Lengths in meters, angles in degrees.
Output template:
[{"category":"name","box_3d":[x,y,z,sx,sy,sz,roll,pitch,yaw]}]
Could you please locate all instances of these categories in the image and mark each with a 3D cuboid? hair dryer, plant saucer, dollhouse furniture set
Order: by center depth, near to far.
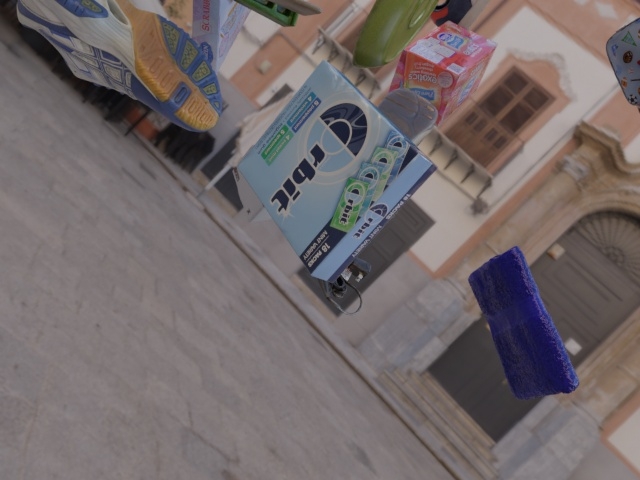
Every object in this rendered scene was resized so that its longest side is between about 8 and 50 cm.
[{"category":"plant saucer","box_3d":[0.131,-0.338,0.886,0.037,0.241,0.241,37,1,6]},{"category":"dollhouse furniture set","box_3d":[-0.035,-0.540,1.060,0.151,0.302,0.197,14,6,-33]},{"category":"hair dryer","box_3d":[0.000,0.000,1.290,0.293,0.080,0.223,44,21,-5]}]

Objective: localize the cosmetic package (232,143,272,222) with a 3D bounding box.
[{"category":"cosmetic package","box_3d":[-0.100,-0.151,1.604,0.151,0.183,0.151,-39,-114,54]}]

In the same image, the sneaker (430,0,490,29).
[{"category":"sneaker","box_3d":[0.406,-0.700,1.623,0.148,0.350,0.131,35,28,-6]}]

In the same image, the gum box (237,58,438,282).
[{"category":"gum box","box_3d":[0.008,-0.076,0.651,0.041,0.157,0.184,23,25,-49]}]

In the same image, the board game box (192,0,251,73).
[{"category":"board game box","box_3d":[-0.204,-0.600,1.433,0.066,0.319,0.318,20,-32,-1]}]

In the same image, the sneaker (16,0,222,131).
[{"category":"sneaker","box_3d":[-0.266,-0.251,0.850,0.296,0.112,0.131,43,-41,-20]}]

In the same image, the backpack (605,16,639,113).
[{"category":"backpack","box_3d":[0.839,-0.451,1.491,0.263,0.213,0.277,-36,-108,56]}]

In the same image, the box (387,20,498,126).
[{"category":"box","box_3d":[0.305,-0.422,1.565,0.154,0.142,0.300,31,42,13]}]

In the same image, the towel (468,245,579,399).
[{"category":"towel","box_3d":[0.415,0.185,1.330,0.228,0.076,0.308,100,-29,-71]}]

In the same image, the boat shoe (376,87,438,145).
[{"category":"boat shoe","box_3d":[0.082,-0.140,1.132,0.132,0.355,0.130,43,-33,15]}]
